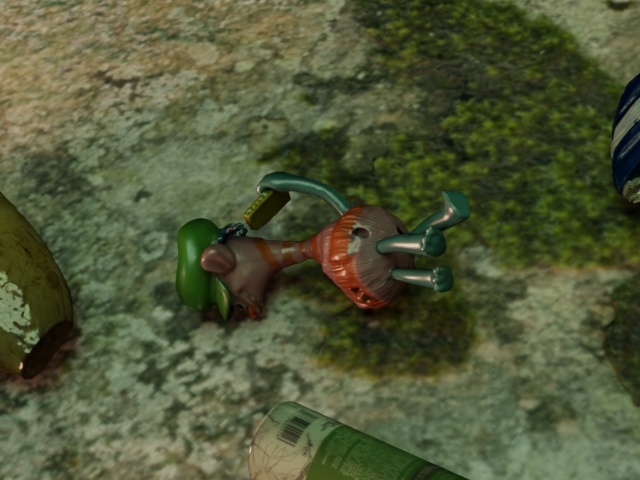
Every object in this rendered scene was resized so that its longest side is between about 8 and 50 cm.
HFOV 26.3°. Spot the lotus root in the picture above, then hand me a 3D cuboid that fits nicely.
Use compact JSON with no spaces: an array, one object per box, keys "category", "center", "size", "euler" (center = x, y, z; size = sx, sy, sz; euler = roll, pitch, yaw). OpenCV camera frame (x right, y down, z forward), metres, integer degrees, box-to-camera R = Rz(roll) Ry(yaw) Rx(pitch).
[{"category":"lotus root","center":[-0.272,0.006,1.026],"size":[0.110,0.097,0.258],"euler":[-43,56,-14]}]

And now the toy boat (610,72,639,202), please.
[{"category":"toy boat","center":[0.307,-0.039,0.921],"size":[0.210,0.070,0.291],"euler":[-11,52,10]}]

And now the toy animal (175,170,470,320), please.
[{"category":"toy animal","center":[0.000,0.000,0.951],"size":[0.208,0.100,0.103],"euler":[-5,88,27]}]

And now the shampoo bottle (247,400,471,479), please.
[{"category":"shampoo bottle","center":[0.055,0.160,0.830],"size":[0.205,0.065,0.065],"euler":[20,59,29]}]
